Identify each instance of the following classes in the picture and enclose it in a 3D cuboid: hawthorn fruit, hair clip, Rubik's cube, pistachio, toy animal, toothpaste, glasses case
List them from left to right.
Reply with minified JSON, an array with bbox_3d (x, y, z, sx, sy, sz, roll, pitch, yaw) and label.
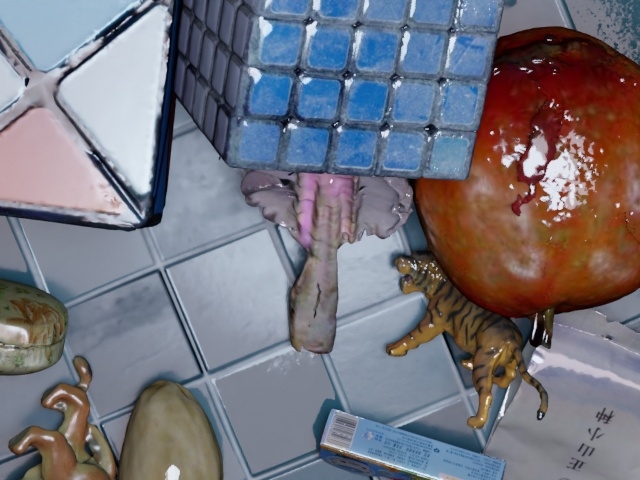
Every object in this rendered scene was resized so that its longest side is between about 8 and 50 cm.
[{"bbox_3d":[-0.466,0.066,1.809,0.425,0.156,0.098,8,100,-5],"label":"glasses case"},{"bbox_3d":[-0.311,0.286,1.878,0.312,0.097,0.157,-42,108,-4],"label":"toy animal"},{"bbox_3d":[-0.267,-0.143,1.771,0.250,0.248,0.247,6,91,-5],"label":"Rubik's cube"},{"bbox_3d":[-0.157,0.239,1.877,0.126,0.108,0.186,3,86,36],"label":"pistachio"},{"bbox_3d":[0.001,-0.004,1.814,0.173,0.300,0.069,10,48,3],"label":"hair clip"},{"bbox_3d":[0.013,-0.200,1.632,0.237,0.238,0.237,4,109,-21],"label":"Rubik's cube"},{"bbox_3d":[0.096,0.234,1.908,0.193,0.070,0.044,17,68,5],"label":"toothpaste"},{"bbox_3d":[0.174,0.109,1.852,0.114,0.255,0.116,2,114,-34],"label":"toy animal"},{"bbox_3d":[0.226,-0.067,1.797,0.315,0.316,0.316,0,93,-5],"label":"hawthorn fruit"}]

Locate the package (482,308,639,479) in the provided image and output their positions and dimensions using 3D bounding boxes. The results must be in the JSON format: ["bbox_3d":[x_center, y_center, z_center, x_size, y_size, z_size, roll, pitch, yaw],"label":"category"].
[{"bbox_3d":[0.292,0.202,1.937,0.203,0.062,0.251,22,104,-6],"label":"package"}]
